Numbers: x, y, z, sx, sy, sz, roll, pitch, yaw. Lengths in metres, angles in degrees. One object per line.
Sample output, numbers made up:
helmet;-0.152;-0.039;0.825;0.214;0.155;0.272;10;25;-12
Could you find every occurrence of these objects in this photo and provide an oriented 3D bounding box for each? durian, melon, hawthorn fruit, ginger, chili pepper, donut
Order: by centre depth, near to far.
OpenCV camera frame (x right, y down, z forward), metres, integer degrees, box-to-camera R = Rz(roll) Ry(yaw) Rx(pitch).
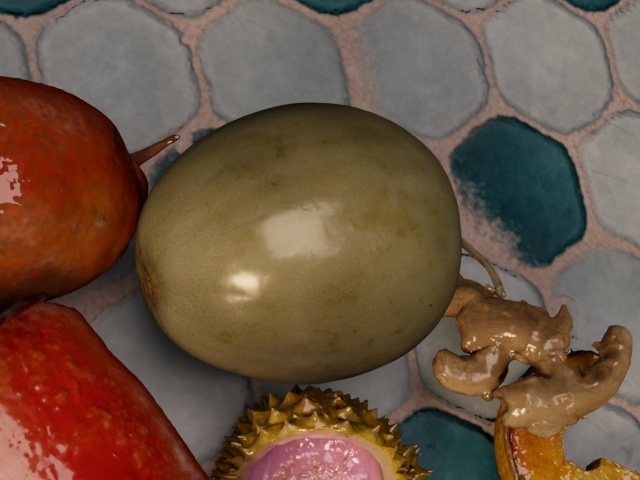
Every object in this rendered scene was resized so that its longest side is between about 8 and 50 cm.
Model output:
chili pepper;-0.204;0.229;0.993;0.305;0.229;0.251;46;45;16
hawthorn fruit;-0.242;-0.044;1.121;0.262;0.210;0.210;-11;74;-32
melon;-0.012;0.002;1.156;0.308;0.272;0.271;-18;76;-55
durian;-0.001;0.194;1.166;0.182;0.165;0.132;4;91;19
ginger;0.158;0.097;1.241;0.259;0.065;0.149;23;50;20
donut;0.234;0.204;1.279;0.146;0.078;0.181;-17;82;-24
